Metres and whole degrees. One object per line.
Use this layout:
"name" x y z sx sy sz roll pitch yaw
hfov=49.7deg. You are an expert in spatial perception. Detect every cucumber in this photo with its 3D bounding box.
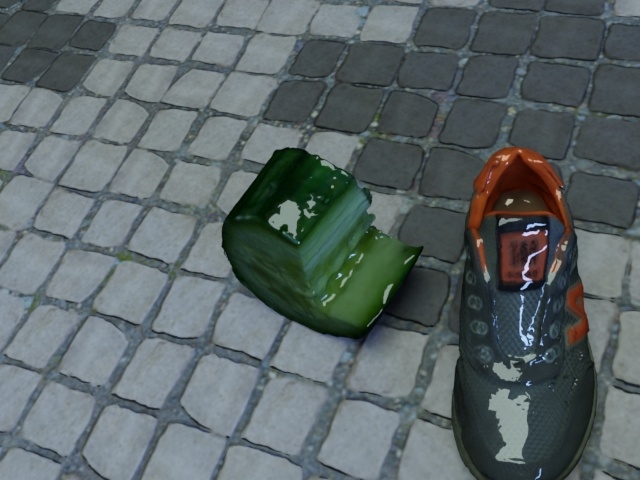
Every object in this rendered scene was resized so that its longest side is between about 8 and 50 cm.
"cucumber" -0.009 -0.003 0.718 0.191 0.191 0.130 20 64 26

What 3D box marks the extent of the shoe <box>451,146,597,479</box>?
"shoe" 0.185 0.048 0.629 0.132 0.171 0.337 0 56 15
